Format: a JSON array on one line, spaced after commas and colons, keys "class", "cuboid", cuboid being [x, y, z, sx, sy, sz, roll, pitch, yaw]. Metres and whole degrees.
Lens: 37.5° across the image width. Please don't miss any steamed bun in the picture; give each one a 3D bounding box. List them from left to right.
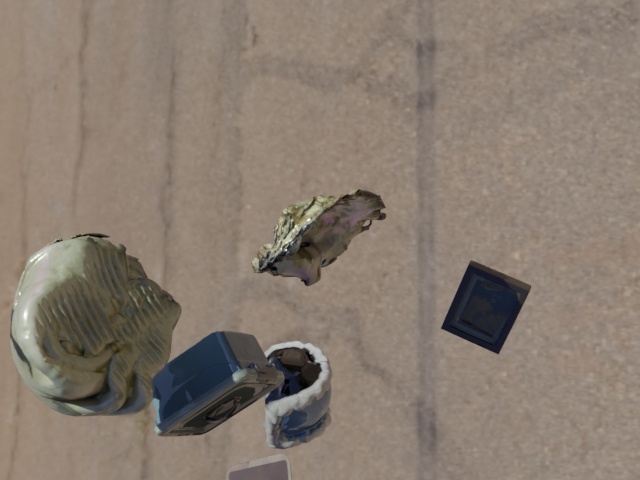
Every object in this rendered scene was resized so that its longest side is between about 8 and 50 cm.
[{"class": "steamed bun", "cuboid": [-0.396, 0.148, 1.547, 0.207, 0.268, 0.280, -24, 42, 44]}]

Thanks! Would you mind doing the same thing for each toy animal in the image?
[{"class": "toy animal", "cuboid": [-0.051, 0.336, 2.032, 0.208, 0.156, 0.204, -95, 3, -54]}]

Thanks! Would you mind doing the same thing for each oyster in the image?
[{"class": "oyster", "cuboid": [-0.004, -0.007, 1.672, 0.260, 0.198, 0.092, -41, 63, 1]}]

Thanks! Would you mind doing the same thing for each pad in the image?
[{"class": "pad", "cuboid": [-0.134, 0.569, 2.067, 0.266, 0.002, 0.176, -28, 63, 48]}]

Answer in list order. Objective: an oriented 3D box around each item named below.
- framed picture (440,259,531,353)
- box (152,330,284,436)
[{"class": "framed picture", "cuboid": [0.324, 0.133, 1.859, 0.128, 0.023, 0.168, 24, 124, 9]}, {"class": "box", "cuboid": [-0.195, 0.264, 1.707, 0.227, 0.162, 0.130, -36, 67, 18]}]
